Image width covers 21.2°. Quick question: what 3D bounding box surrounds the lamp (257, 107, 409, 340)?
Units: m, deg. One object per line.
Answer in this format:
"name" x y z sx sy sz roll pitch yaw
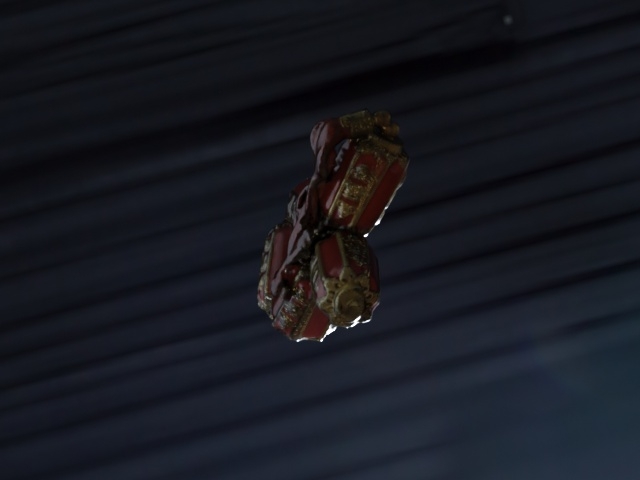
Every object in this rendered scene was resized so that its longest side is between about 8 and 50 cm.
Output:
"lamp" 0.000 0.000 0.517 0.083 0.031 0.063 141 -39 -71
